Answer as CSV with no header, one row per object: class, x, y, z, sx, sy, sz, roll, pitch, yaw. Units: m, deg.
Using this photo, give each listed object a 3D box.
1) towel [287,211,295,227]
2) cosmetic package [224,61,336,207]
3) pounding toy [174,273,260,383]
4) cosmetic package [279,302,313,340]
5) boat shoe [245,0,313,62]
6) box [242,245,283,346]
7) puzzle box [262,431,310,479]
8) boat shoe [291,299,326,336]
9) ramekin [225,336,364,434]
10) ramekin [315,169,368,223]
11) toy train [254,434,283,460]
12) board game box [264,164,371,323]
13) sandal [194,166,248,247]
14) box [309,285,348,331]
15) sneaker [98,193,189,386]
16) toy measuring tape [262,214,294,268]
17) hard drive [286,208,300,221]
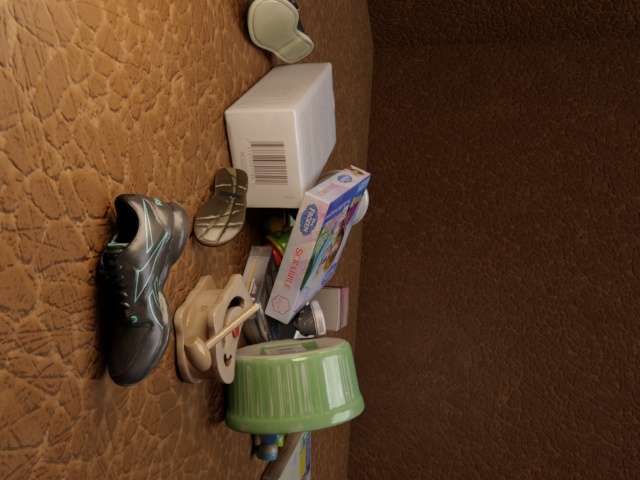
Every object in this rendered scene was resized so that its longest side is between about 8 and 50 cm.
towel,-0.085,-0.045,1.856,0.113,0.023,0.152,-49,141,-70
cosmetic package,-0.078,-0.274,1.483,0.453,0.161,0.230,-68,156,-60
pounding toy,-0.166,0.173,1.102,0.269,0.155,0.154,-68,152,-61
cosmetic package,-0.075,0.280,1.619,0.099,0.060,0.239,43,63,-57
boat shoe,-0.109,-0.536,1.451,0.113,0.127,0.340,63,17,8
box,-0.141,0.156,1.485,0.231,0.056,0.183,80,15,-46
puzzle box,-0.094,0.738,1.803,0.409,0.052,0.272,-25,116,-78
boat shoe,-0.034,0.199,1.486,0.228,0.076,0.080,-154,-126,-84
ramekin,-0.062,0.304,1.316,0.303,0.303,0.148,1,83,-79
ramekin,0.055,-0.137,2.095,0.109,0.207,0.207,-34,125,-65
toy train,-0.107,0.479,1.609,0.248,0.105,0.143,5,97,-79
board game box,0.000,0.000,1.466,0.318,0.066,0.318,-40,153,-62
sandal,-0.193,-0.061,1.193,0.219,0.090,0.060,-87,-167,-45
box,0.020,0.235,2.132,0.232,0.127,0.149,12,79,-79
sneaker,-0.263,0.063,0.832,0.106,0.101,0.267,29,61,-53
toy measuring tape,-0.080,0.055,1.614,0.330,0.121,0.121,76,19,-52
hard drive,-0.061,-0.102,1.659,0.172,0.054,0.254,53,7,3
